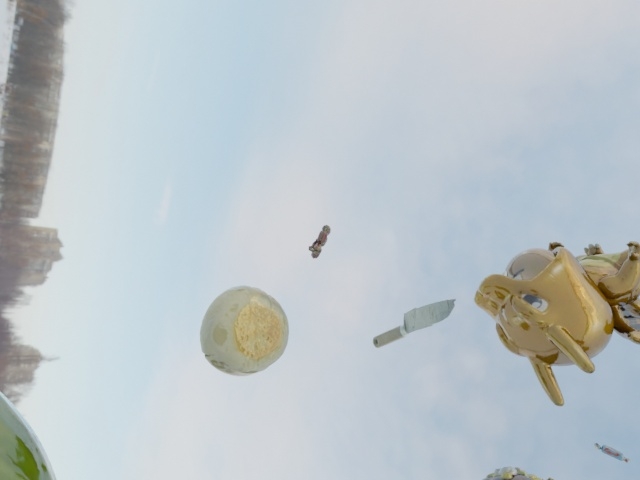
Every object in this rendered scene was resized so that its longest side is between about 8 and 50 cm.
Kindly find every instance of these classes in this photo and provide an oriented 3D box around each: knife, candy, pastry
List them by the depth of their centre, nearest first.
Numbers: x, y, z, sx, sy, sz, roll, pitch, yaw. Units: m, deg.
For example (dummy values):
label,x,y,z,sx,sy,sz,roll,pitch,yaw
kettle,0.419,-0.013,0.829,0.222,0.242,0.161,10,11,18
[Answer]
label,x,y,z,sx,sy,sz,roll,pitch,yaw
pastry,-0.129,0.157,0.836,0.092,0.156,0.156,-15,-108,63
knife,0.175,0.164,0.957,0.298,0.017,0.047,134,-48,-59
candy,0.731,0.533,1.216,0.083,0.030,0.020,20,-82,33

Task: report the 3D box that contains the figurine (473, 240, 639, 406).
label,x,y,z,sx,sy,sz,roll,pitch,yaw
figurine,0.567,0.135,1.021,0.401,0.387,0.268,19,-53,60

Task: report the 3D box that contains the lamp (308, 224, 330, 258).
label,x,y,z,sx,sy,sz,roll,pitch,yaw
lamp,0.000,0.000,1.149,0.083,0.031,0.063,-61,175,-16

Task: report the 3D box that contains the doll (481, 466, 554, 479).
label,x,y,z,sx,sy,sz,roll,pitch,yaw
doll,0.439,0.565,1.106,0.145,0.188,0.096,-24,-117,40

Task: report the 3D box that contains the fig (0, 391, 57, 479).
label,x,y,z,sx,sy,sz,roll,pitch,yaw
fig,-0.386,0.238,0.420,0.316,0.316,0.316,-15,-108,53
